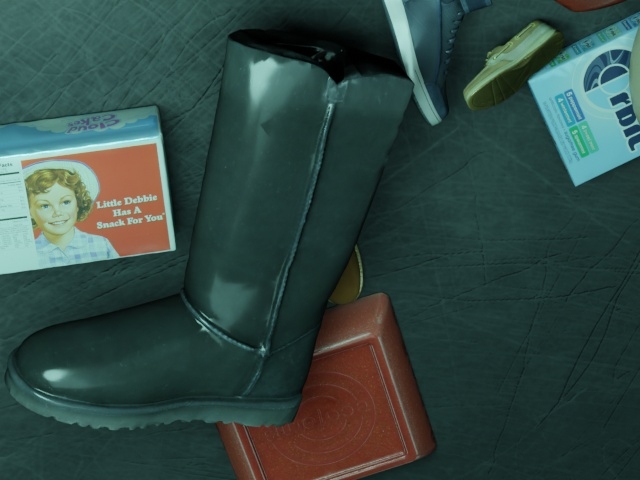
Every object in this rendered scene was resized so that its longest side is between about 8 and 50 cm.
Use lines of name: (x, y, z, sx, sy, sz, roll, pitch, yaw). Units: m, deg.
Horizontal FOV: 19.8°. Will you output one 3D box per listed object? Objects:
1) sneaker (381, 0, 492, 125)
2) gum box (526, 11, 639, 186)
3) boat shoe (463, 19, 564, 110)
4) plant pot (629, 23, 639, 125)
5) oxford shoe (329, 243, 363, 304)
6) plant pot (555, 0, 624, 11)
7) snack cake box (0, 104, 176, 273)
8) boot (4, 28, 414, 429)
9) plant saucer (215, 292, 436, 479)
sneaker: (0.157, -0.243, 2.035, 0.163, 0.086, 0.226, -17, 121, 1)
gum box: (0.348, -0.170, 2.130, 0.184, 0.041, 0.157, -25, 119, 5)
boat shoe: (0.213, -0.199, 2.077, 0.135, 0.045, 0.050, -36, 144, -9)
plant pot: (0.512, -0.180, 2.029, 0.284, 0.191, 0.284, -6, 110, -17)
oxford shoe: (0.000, 0.000, 2.155, 0.076, 0.076, 0.212, -21, 122, 2)
plant pot: (0.274, -0.391, 1.841, 0.267, 0.236, 0.267, 27, 94, -22)
snack cake box: (-0.303, -0.054, 2.068, 0.264, 0.089, 0.152, -7, 119, -5)
boot: (-0.122, -0.015, 1.987, 0.367, 0.146, 0.445, 2, 121, -32)
plant saucer: (-0.003, 0.215, 2.292, 0.258, 0.047, 0.259, -18, 121, 2)
